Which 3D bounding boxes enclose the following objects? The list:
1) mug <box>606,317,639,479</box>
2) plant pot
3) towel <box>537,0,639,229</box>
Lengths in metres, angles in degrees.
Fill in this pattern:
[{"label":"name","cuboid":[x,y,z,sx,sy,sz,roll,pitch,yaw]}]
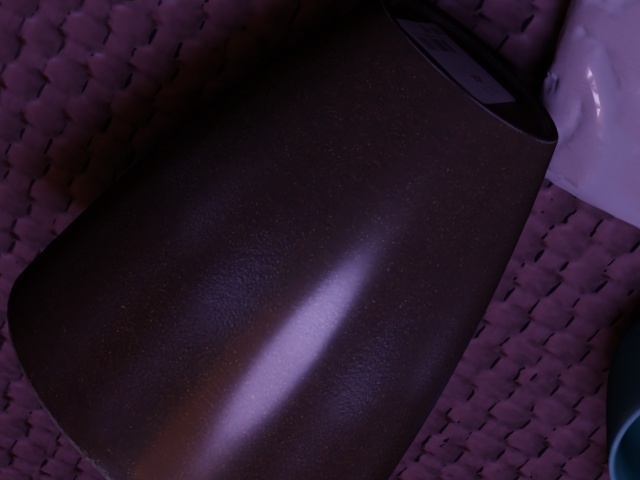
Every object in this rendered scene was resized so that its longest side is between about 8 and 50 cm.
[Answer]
[{"label":"mug","cuboid":[0.208,0.092,0.822,0.157,0.097,0.129,-20,122,24]},{"label":"plant pot","cuboid":[0.000,0.000,0.738,0.215,0.215,0.230,33,112,-16]},{"label":"towel","cuboid":[0.265,-0.106,0.622,0.317,0.053,0.332,27,128,19]}]
